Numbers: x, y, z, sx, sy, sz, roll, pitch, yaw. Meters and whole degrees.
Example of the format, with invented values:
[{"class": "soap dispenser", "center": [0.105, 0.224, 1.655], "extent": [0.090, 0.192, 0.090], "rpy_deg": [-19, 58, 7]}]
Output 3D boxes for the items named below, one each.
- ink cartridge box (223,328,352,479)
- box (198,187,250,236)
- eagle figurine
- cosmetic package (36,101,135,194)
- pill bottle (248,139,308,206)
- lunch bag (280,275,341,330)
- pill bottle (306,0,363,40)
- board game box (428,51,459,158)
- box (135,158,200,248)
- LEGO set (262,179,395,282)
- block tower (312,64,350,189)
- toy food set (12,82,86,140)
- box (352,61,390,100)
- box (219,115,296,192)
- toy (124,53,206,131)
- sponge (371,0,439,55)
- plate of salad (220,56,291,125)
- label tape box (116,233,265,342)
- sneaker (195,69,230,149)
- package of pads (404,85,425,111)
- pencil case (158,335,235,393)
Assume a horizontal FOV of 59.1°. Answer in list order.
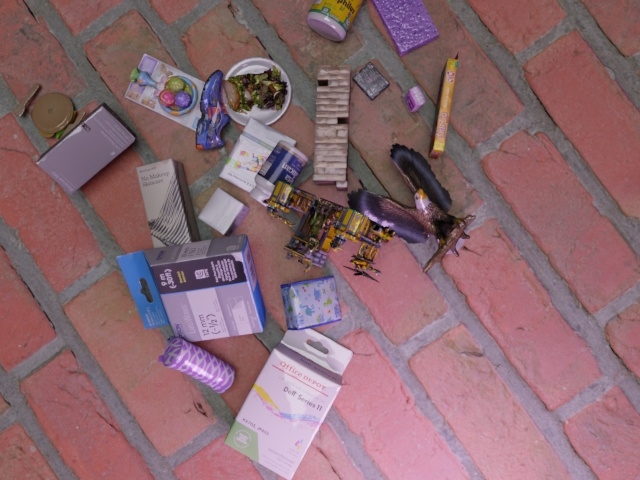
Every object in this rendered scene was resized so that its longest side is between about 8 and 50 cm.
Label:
[{"class": "ink cartridge box", "center": [-0.078, 0.413, 1.497], "extent": [0.207, 0.119, 0.353], "rpy_deg": [28, 91, 4]}, {"class": "box", "center": [-0.259, -0.075, 1.532], "extent": [0.087, 0.101, 0.101], "rpy_deg": [33, 89, 4]}, {"class": "eagle figurine", "center": [0.253, -0.089, 1.479], "extent": [0.226, 0.225, 0.298], "rpy_deg": [-23, 49, -35]}, {"class": "cosmetic package", "center": [-0.637, -0.252, 1.544], "extent": [0.238, 0.107, 0.127], "rpy_deg": [-43, 117, 0]}, {"class": "pill bottle", "center": [-0.115, -0.171, 1.492], "extent": [0.094, 0.094, 0.169], "rpy_deg": [34, 90, 4]}, {"class": "lunch bag", "center": [-0.020, 0.167, 1.515], "extent": [0.151, 0.096, 0.128], "rpy_deg": [-9, 88, -26]}, {"class": "pill bottle", "center": [0.057, -0.657, 1.516], "extent": [0.118, 0.117, 0.208], "rpy_deg": [28, 90, 4]}, {"class": "board game box", "center": [0.324, -0.353, 1.487], "extent": [0.039, 0.124, 0.259], "rpy_deg": [12, 89, 5]}, {"class": "box", "center": [-0.410, -0.075, 1.546], "extent": [0.113, 0.094, 0.274], "rpy_deg": [-15, 88, 4]}, {"class": "LEGO set", "center": [0.000, 0.000, 1.420], "extent": [0.332, 0.255, 0.192], "rpy_deg": [24, 91, 25]}, {"class": "block tower", "center": [0.032, -0.305, 1.524], "extent": [0.097, 0.091, 0.335], "rpy_deg": [0, 88, 5]}, {"class": "toy food set", "center": [-0.763, -0.358, 1.611], "extent": [0.192, 0.038, 0.132], "rpy_deg": [31, 84, 9]}, {"class": "box", "center": [0.139, -0.438, 1.555], "extent": [0.067, 0.018, 0.083], "rpy_deg": [-42, 86, 2]}, {"class": "box", "center": [-0.172, -0.223, 1.550], "extent": [0.145, 0.038, 0.186], "rpy_deg": [28, 92, -6]}, {"class": "toy", "center": [-0.421, -0.416, 1.575], "extent": [0.237, 0.056, 0.136], "rpy_deg": [26, 92, 4]}, {"class": "sponge", "center": [0.225, -0.625, 1.548], "extent": [0.117, 0.031, 0.210], "rpy_deg": [-27, 86, 3]}, {"class": "plate of salad", "center": [-0.181, -0.413, 1.562], "extent": [0.200, 0.048, 0.199], "rpy_deg": [0, 88, 4]}, {"class": "label tape box", "center": [-0.339, 0.138, 1.477], "extent": [0.348, 0.115, 0.249], "rpy_deg": [-10, 117, 2]}, {"class": "sneaker", "center": [-0.289, -0.355, 1.551], "extent": [0.087, 0.083, 0.221], "rpy_deg": [7, 107, -17]}, {"class": "package of pads", "center": [0.253, -0.378, 1.513], "extent": [0.032, 0.083, 0.050], "rpy_deg": [-23, 91, -2]}, {"class": "pencil case", "center": [-0.322, 0.333, 1.489], "extent": [0.088, 0.086, 0.206], "rpy_deg": [-41, 124, 16]}]
